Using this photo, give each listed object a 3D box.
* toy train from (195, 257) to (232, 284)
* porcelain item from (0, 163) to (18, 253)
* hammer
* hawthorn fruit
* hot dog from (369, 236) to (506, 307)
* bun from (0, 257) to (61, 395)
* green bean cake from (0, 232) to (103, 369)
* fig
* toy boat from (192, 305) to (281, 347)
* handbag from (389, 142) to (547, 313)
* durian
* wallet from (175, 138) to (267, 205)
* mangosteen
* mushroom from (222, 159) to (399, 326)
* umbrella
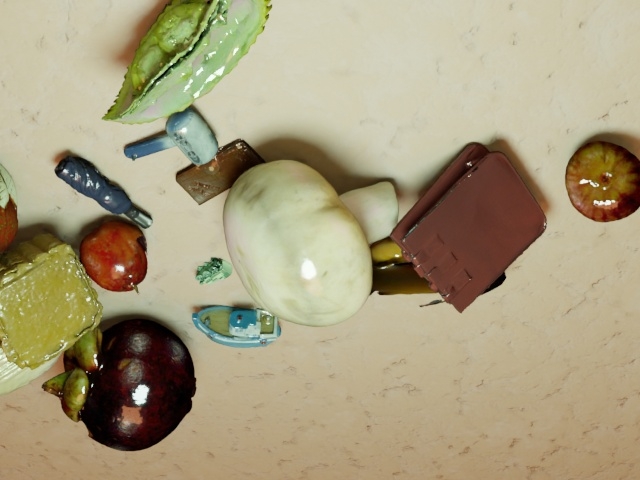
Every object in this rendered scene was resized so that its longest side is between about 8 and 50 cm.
[{"bbox_3d":[-0.242,0.072,2.048,0.083,0.033,0.053,-33,132,31],"label":"toy train"},{"bbox_3d":[-0.724,-0.072,1.795,0.253,0.253,0.253,0,137,0],"label":"porcelain item"},{"bbox_3d":[-0.298,-0.185,1.754,0.194,0.069,0.116,-13,137,26],"label":"hammer"},{"bbox_3d":[-0.426,0.043,1.921,0.148,0.172,0.148,-27,160,-11],"label":"hawthorn fruit"},{"bbox_3d":[0.219,0.051,1.977,0.326,0.107,0.194,11,147,-25],"label":"hot dog"},{"bbox_3d":[-0.750,0.188,2.025,0.361,0.213,0.361,-21,135,-23],"label":"bun"},{"bbox_3d":[-0.590,0.122,1.881,0.224,0.131,0.229,-34,124,-26],"label":"green bean cake"},{"bbox_3d":[0.567,-0.105,1.772,0.202,0.149,0.148,17,118,-37],"label":"fig"},{"bbox_3d":[-0.192,0.189,2.129,0.215,0.088,0.102,6,147,-9],"label":"toy boat"},{"bbox_3d":[0.295,-0.024,1.807,0.275,0.084,0.260,-47,127,-3],"label":"handbag"},{"bbox_3d":[-0.211,-0.314,1.521,0.158,0.169,0.352,39,113,-21],"label":"durian"},{"bbox_3d":[-0.201,-0.135,1.828,0.176,0.026,0.095,-24,130,23],"label":"wallet"},{"bbox_3d":[-0.464,0.329,2.120,0.347,0.306,0.307,14,136,-23],"label":"mangosteen"},{"bbox_3d":[-0.022,0.018,1.769,0.353,0.325,0.353,-1,151,0],"label":"mushroom"},{"bbox_3d":[-0.427,-0.095,1.851,0.071,0.071,0.248,-30,133,29],"label":"umbrella"}]
